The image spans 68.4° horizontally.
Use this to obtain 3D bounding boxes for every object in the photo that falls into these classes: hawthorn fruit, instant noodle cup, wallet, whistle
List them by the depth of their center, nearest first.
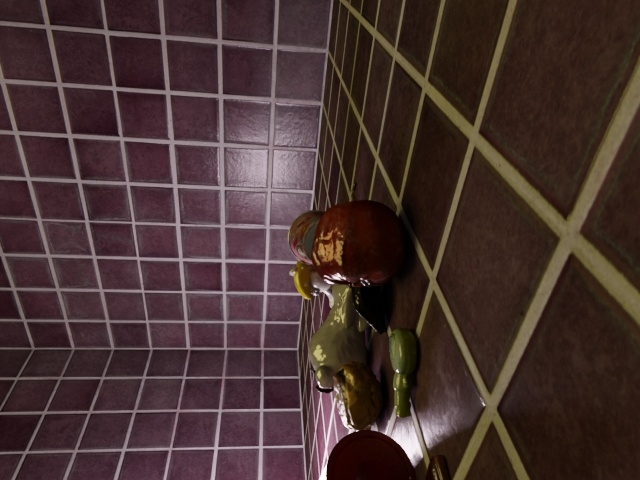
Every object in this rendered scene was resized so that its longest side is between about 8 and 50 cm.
[{"bbox_3d":[0.182,0.298,1.068,0.104,0.057,0.198,163,110,-83],"label":"whistle"},{"bbox_3d":[0.092,-0.018,1.172,0.242,0.241,0.272,124,146,-77],"label":"hawthorn fruit"},{"bbox_3d":[0.130,0.102,1.356,0.165,0.042,0.310,53,-156,-41],"label":"wallet"},{"bbox_3d":[0.000,0.000,1.934,0.231,0.242,0.243,-156,68,-76],"label":"instant noodle cup"}]

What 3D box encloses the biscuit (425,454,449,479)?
[{"bbox_3d":[0.214,0.540,0.861,0.183,0.043,0.280,156,113,-78],"label":"biscuit"}]

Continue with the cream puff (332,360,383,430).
[{"bbox_3d":[0.110,0.432,1.326,0.189,0.129,0.189,175,90,-77],"label":"cream puff"}]

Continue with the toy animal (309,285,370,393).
[{"bbox_3d":[0.076,0.273,1.492,0.258,0.193,0.358,-75,-3,-78],"label":"toy animal"}]

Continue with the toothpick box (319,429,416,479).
[{"bbox_3d":[0.091,0.617,1.141,0.333,0.204,0.204,102,168,-48],"label":"toothpick box"}]

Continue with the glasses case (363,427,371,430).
[{"bbox_3d":[0.116,0.536,1.491,0.248,0.065,0.087,149,126,-82],"label":"glasses case"}]

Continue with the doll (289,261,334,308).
[{"bbox_3d":[-0.020,0.162,2.098,0.111,0.252,0.237,-36,39,50],"label":"doll"}]
